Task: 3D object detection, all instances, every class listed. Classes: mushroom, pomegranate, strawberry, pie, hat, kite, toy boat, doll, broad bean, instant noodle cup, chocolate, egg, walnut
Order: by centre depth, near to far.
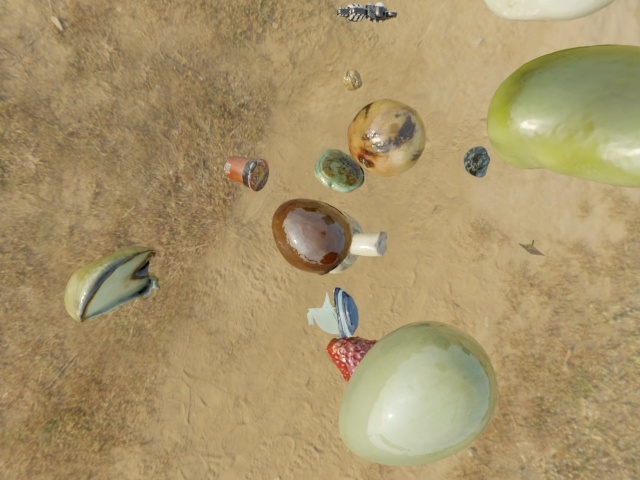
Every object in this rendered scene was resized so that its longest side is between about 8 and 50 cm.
[{"bbox_3d":[0.225,-0.103,0.336,0.124,0.175,0.082,-59,139,-10],"label":"broad bean"},{"bbox_3d":[0.161,0.272,0.707,0.295,0.218,0.218,-40,101,5],"label":"egg"},{"bbox_3d":[0.377,0.014,0.708,0.078,0.044,0.002,-7,127,-40],"label":"kite"},{"bbox_3d":[-0.019,-0.018,0.828,0.177,0.177,0.176,-1,93,-13],"label":"chocolate"},{"bbox_3d":[0.133,0.388,1.311,0.244,0.205,0.205,34,85,-13],"label":"strawberry"},{"bbox_3d":[-0.677,0.101,1.321,0.212,0.292,0.217,31,112,28],"label":"mushroom"},{"bbox_3d":[0.561,-0.278,1.412,0.121,0.050,0.121,1,87,-22],"label":"hat"},{"bbox_3d":[0.170,-0.829,1.467,0.220,0.091,0.067,1,109,-5],"label":"doll"},{"bbox_3d":[-0.281,-0.259,1.512,0.136,0.127,0.127,19,88,23],"label":"instant noodle cup"},{"bbox_3d":[0.259,-0.399,1.594,0.322,0.322,0.322,-1,93,-13],"label":"pomegranate"},{"bbox_3d":[0.028,0.304,1.626,0.067,0.291,0.220,-5,83,-44],"label":"toy boat"},{"bbox_3d":[0.138,-0.693,1.752,0.079,0.096,0.082,-12,52,21],"label":"walnut"},{"bbox_3d":[0.085,-0.305,1.768,0.241,0.054,0.240,11,57,-18],"label":"pie"},{"bbox_3d":[0.126,0.004,1.837,0.336,0.314,0.314,0,90,32],"label":"mushroom"}]

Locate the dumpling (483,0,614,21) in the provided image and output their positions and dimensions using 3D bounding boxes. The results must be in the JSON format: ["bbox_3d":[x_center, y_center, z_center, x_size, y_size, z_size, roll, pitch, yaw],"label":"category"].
[{"bbox_3d":[0.356,-0.492,0.675,0.316,0.395,0.233,18,114,12],"label":"dumpling"}]
